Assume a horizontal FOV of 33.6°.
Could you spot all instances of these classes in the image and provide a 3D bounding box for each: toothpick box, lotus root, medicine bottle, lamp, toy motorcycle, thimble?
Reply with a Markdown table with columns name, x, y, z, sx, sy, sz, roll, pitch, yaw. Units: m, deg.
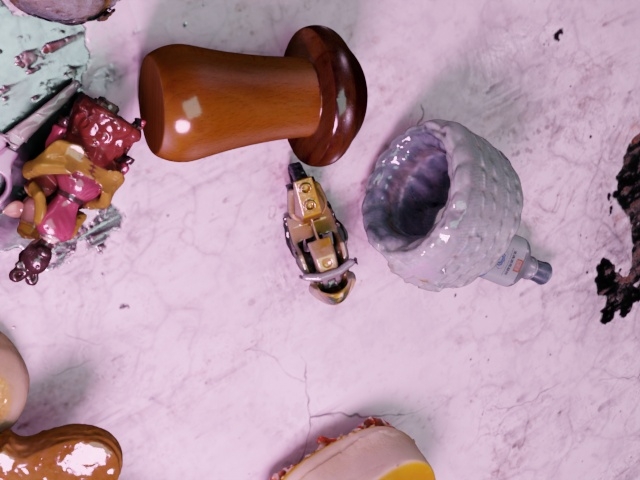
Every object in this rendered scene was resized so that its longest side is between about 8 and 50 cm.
| name | x | y | z | sx | sy | sz | roll | pitch | yaw |
| --- | --- | --- | --- | --- | --- | --- | --- | --- | --- |
| toothpick box | -0.083 | -0.186 | 1.412 | 0.294 | 0.192 | 0.192 | -7 | 109 | -23 |
| lotus root | -0.317 | -0.306 | 1.294 | 0.165 | 0.088 | 0.088 | 13 | 99 | -43 |
| medicine bottle | 0.309 | 0.030 | 1.790 | 0.208 | 0.053 | 0.090 | 19 | 95 | -34 |
| lamp | -0.324 | -0.065 | 1.343 | 0.118 | 0.118 | 0.253 | 29 | 91 | -34 |
| toy motorcycle | -0.001 | 0.000 | 1.549 | 0.094 | 0.130 | 0.229 | -16 | 115 | -4 |
| thimble | 0.179 | -0.050 | 1.593 | 0.172 | 0.205 | 0.250 | 25 | 83 | -42 |

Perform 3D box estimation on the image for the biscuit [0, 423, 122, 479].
| name | x | y | z | sx | sy | sz | roll | pitch | yaw |
| --- | --- | --- | --- | --- | --- | --- | --- | --- | --- |
| biscuit | -0.385 | 0.436 | 1.405 | 0.368 | 0.076 | 0.394 | -21 | 118 | 3 |

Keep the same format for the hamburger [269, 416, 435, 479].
| name | x | y | z | sx | sy | sz | roll | pitch | yaw |
| --- | --- | --- | --- | --- | --- | --- | --- | --- | --- |
| hamburger | 0.044 | 0.420 | 1.703 | 0.295 | 0.151 | 0.227 | -28 | 124 | -26 |

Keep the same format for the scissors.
| name | x | y | z | sx | sy | sz | roll | pitch | yaw |
| --- | --- | --- | --- | --- | --- | --- | --- | --- | --- |
| scissors | -0.385 | -0.132 | 1.341 | 0.212 | 0.021 | 0.110 | -44 | 119 | -12 |

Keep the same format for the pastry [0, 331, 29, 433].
| name | x | y | z | sx | sy | sz | roll | pitch | yaw |
| --- | --- | --- | --- | --- | --- | --- | --- | --- | --- |
| pastry | -0.452 | 0.186 | 1.362 | 0.156 | 0.092 | 0.156 | -10 | 107 | -34 |
